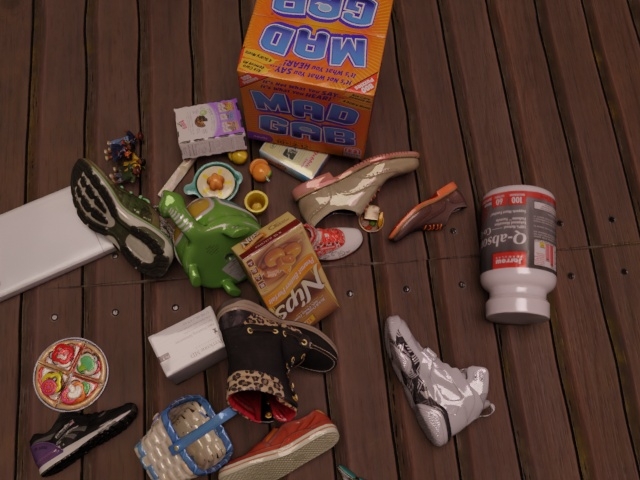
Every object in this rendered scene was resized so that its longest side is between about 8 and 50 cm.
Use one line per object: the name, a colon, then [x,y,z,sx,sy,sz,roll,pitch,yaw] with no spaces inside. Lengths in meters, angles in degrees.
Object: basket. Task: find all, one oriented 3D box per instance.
basket: [-0.298,0.476,1.673,0.289,0.255,0.201,-31,81,9]

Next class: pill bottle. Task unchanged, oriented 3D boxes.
pill bottle: [0.559,0.044,1.903,0.210,0.210,0.363,6,72,-2]

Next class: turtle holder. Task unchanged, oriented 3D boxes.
turtle holder: [-0.308,-0.005,1.829,0.320,0.243,0.227,2,37,-39]

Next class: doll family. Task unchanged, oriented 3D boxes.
doll family: [-0.571,-0.250,1.996,0.111,0.076,0.193,-21,79,10]

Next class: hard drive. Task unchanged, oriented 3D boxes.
hard drive: [-0.793,-0.002,1.919,0.353,0.047,0.233,-25,76,-11]

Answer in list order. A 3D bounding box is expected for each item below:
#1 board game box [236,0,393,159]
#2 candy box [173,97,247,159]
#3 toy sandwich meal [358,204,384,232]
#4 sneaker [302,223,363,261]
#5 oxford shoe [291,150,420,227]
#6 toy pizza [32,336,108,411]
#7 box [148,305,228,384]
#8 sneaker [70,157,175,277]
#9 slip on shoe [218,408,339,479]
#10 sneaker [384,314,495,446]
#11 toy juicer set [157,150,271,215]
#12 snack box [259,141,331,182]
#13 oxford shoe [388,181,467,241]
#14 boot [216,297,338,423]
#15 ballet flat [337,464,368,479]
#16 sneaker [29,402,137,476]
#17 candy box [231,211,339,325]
board game box: [-0.009,-0.494,1.899,0.356,0.356,0.356,11,70,3]
candy box: [-0.331,-0.335,2.016,0.196,0.070,0.165,-11,51,-7]
toy sandwich meal: [0.153,-0.066,2.008,0.085,0.029,0.086,1,72,-3]
sneaker: [0.000,0.001,1.914,0.270,0.145,0.090,-11,70,-7]
oxford shoe: [0.121,-0.150,1.988,0.397,0.140,0.147,-21,81,-1]
toy pizza: [-0.677,0.361,1.818,0.201,0.032,0.201,1,72,-3]
box: [-0.338,0.281,1.786,0.181,0.182,0.119,-27,75,-12]
sneaker: [-0.542,-0.076,1.917,0.410,0.182,0.158,47,120,4]
slip on shoe: [-0.114,0.548,1.764,0.331,0.123,0.101,-26,43,-6]
sneaker: [0.323,0.351,1.834,0.210,0.137,0.366,-22,80,-11]
toy juicer set: [-0.300,-0.201,1.992,0.329,0.089,0.209,12,72,1]
snack box: [-0.026,-0.344,2.069,0.187,0.060,0.322,30,73,8]
oxford shoe: [0.320,-0.066,1.987,0.271,0.097,0.098,-35,83,-13]
boot: [-0.097,0.326,1.691,0.377,0.138,0.284,33,29,-31]
ballet flat: [0.090,0.637,1.776,0.114,0.041,0.041,27,73,6]
sneaker: [-0.621,0.482,1.749,0.283,0.107,0.124,-31,71,-12]
candy box: [-0.088,0.102,1.803,0.183,0.316,0.087,-33,36,-13]
